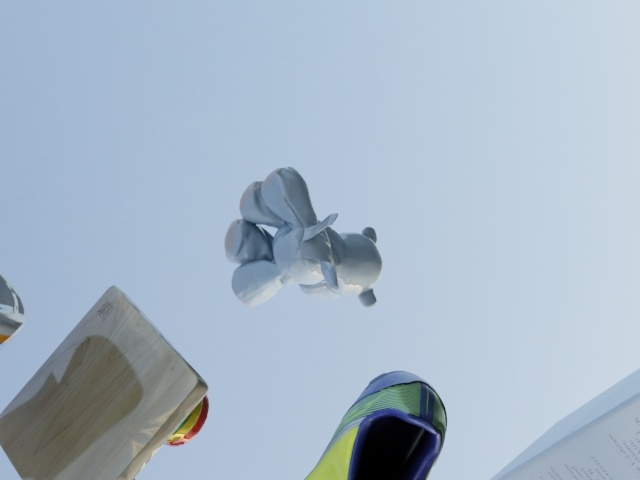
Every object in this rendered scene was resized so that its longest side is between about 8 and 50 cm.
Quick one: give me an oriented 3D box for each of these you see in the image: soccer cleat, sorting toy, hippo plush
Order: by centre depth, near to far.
[{"bbox_3d":[0.017,0.245,1.052,0.093,0.289,0.121,27,-170,-9],"label":"soccer cleat"},{"bbox_3d":[-0.273,0.231,1.578,0.257,0.255,0.089,-49,-46,-2],"label":"sorting toy"},{"bbox_3d":[0.000,0.000,2.131,0.236,0.294,0.234,9,-105,-44],"label":"hippo plush"}]

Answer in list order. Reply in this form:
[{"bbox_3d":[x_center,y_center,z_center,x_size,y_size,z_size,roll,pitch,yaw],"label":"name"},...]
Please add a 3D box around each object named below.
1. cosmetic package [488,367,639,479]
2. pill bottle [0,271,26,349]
[{"bbox_3d":[0.366,0.265,1.292,0.161,0.453,0.230,-35,-100,-26],"label":"cosmetic package"},{"bbox_3d":[-0.534,0.145,1.601,0.152,0.272,0.152,48,-171,-10],"label":"pill bottle"}]
